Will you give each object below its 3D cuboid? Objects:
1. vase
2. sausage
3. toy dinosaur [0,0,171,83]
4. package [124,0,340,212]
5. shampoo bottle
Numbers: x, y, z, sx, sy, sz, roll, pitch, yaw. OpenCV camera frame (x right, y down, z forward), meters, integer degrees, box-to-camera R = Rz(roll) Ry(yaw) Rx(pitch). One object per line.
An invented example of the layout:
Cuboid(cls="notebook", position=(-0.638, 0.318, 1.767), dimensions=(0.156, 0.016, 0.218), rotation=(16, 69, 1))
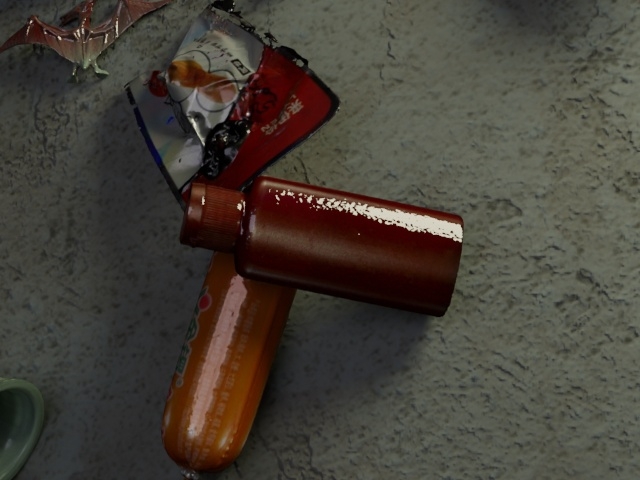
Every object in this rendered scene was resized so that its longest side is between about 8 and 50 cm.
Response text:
Cuboid(cls="vase", position=(-0.446, 0.144, 1.454), dimensions=(0.299, 0.143, 0.143), rotation=(26, 84, 27))
Cuboid(cls="sausage", position=(-0.086, 0.097, 1.362), dimensions=(0.093, 0.093, 0.312), rotation=(14, 80, 23))
Cuboid(cls="toy dinosaur", position=(-0.263, -0.232, 1.554), dimensions=(0.220, 0.032, 0.108), rotation=(-13, 67, 6))
Cuboid(cls="package", position=(-0.105, -0.138, 1.431), dimensions=(0.194, 0.071, 0.269), rotation=(-49, 50, 8))
Cuboid(cls="shampoo bottle", position=(0.000, 0.000, 1.308), dimensions=(0.260, 0.064, 0.102), rotation=(11, 83, -8))
